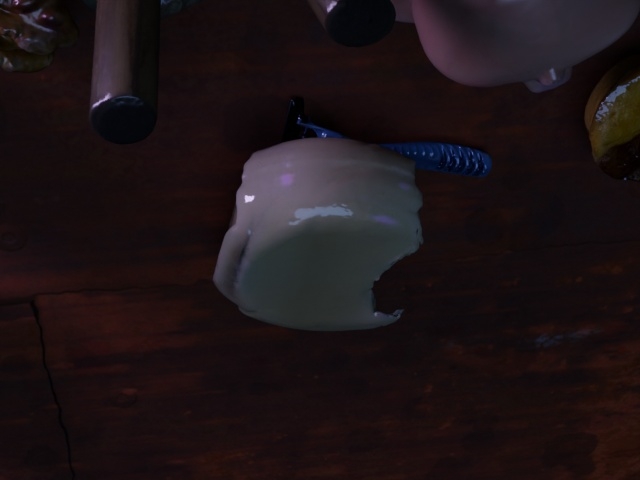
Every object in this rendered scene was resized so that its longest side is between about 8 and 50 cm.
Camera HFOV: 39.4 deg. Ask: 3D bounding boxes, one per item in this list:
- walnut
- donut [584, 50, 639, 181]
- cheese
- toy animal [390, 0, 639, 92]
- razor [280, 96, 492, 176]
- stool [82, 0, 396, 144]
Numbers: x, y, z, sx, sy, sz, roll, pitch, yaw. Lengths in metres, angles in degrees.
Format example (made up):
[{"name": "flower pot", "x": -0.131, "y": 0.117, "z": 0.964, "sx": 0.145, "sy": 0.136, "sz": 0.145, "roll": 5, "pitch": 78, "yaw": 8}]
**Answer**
[{"name": "walnut", "x": -0.316, "y": -0.222, "z": 0.839, "sx": 0.170, "sy": 0.069, "sz": 0.143, "roll": 37, "pitch": 147, "yaw": -25}, {"name": "donut", "x": 0.389, "y": -0.151, "z": 1.030, "sx": 0.184, "sy": 0.073, "sz": 0.166, "roll": -28, "pitch": 125, "yaw": 11}, {"name": "cheese", "x": 0.000, "y": 0.000, "z": 1.026, "sx": 0.233, "sy": 0.127, "sz": 0.266, "roll": 10, "pitch": 140, "yaw": -14}, {"name": "toy animal", "x": 0.154, "y": -0.290, "z": 0.806, "sx": 0.237, "sy": 0.269, "sz": 0.326, "roll": -22, "pitch": 95, "yaw": 7}, {"name": "razor", "x": 0.080, "y": -0.104, "z": 1.038, "sx": 0.253, "sy": 0.042, "sz": 0.082, "roll": 7, "pitch": 124, "yaw": -15}, {"name": "stool", "x": -0.120, "y": -0.271, "z": 0.723, "sx": 0.310, "sy": 0.226, "sz": 0.310, "roll": -20, "pitch": 143, "yaw": 13}]
